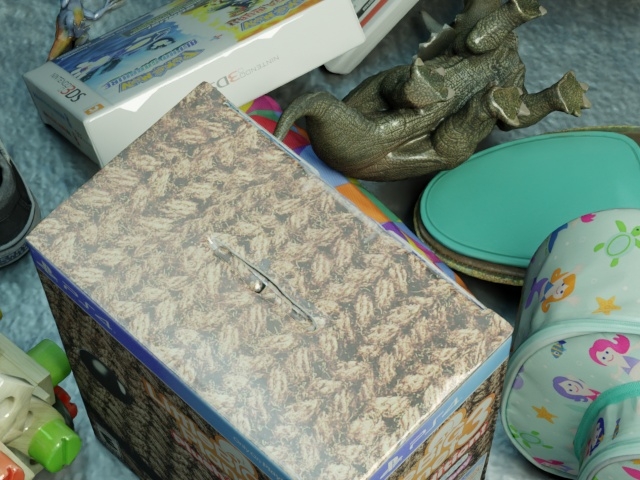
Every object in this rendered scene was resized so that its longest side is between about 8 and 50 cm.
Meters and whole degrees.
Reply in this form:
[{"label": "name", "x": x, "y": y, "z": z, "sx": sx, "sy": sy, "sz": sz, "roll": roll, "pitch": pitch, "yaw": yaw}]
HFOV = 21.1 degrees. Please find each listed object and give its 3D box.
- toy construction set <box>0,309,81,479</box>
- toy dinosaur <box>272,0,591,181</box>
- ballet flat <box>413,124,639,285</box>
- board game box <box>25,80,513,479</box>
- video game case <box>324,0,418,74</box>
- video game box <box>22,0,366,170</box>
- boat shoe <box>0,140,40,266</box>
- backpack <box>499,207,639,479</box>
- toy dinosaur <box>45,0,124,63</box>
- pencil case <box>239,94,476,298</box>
[{"label": "toy construction set", "x": -0.254, "y": 0.053, "z": 1.084, "sx": 0.151, "sy": 0.215, "sz": 0.327, "roll": -26, "pitch": 55, "yaw": -21}, {"label": "toy dinosaur", "x": 0.074, "y": -0.088, "z": 1.169, "sx": 0.313, "sy": 0.160, "sz": 0.121, "roll": -39, "pitch": 95, "yaw": -39}, {"label": "ballet flat", "x": 0.242, "y": -0.023, "z": 1.176, "sx": 0.349, "sy": 0.123, "sz": 0.123, "roll": -12, "pitch": 61, "yaw": 17}, {"label": "board game box", "x": -0.027, "y": 0.089, "z": 1.030, "sx": 0.232, "sy": 0.291, "sz": 0.141, "roll": 39, "pitch": 69, "yaw": 20}, {"label": "video game case", "x": 0.009, "y": -0.297, "z": 1.312, "sx": 0.204, "sy": 0.025, "sz": 0.285, "roll": -45, "pitch": 63, "yaw": 26}, {"label": "video game box", "x": -0.096, "y": -0.129, "z": 1.225, "sx": 0.205, "sy": 0.048, "sz": 0.187, "roll": -29, "pitch": 26, "yaw": -14}, {"label": "boat shoe", "x": -0.317, "y": -0.105, "z": 1.244, "sx": 0.108, "sy": 0.102, "sz": 0.301, "roll": -36, "pitch": 67, "yaw": -17}, {"label": "backpack", "x": 0.237, "y": 0.093, "z": 1.060, "sx": 0.254, "sy": 0.225, "sz": 0.191, "roll": 19, "pitch": 60, "yaw": 5}, {"label": "toy dinosaur", "x": -0.195, "y": -0.178, "z": 1.318, "sx": 0.090, "sy": 0.047, "sz": 0.082, "roll": -32, "pitch": 47, "yaw": -3}, {"label": "pencil case", "x": 0.000, "y": 0.000, "z": 1.189, "sx": 0.104, "sy": 0.104, "sz": 0.236, "roll": -37, "pitch": 66, "yaw": -17}]
